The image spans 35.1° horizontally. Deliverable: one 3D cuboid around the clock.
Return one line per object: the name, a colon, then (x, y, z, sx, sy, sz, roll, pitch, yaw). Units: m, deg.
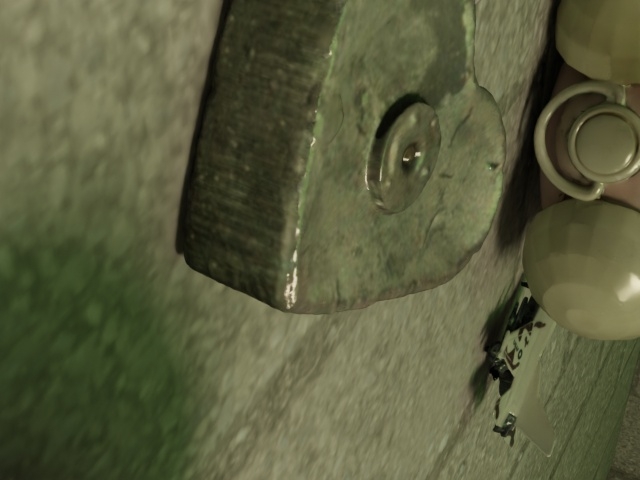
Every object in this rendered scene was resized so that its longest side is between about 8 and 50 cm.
clock: (0.304, -0.090, 0.943, 0.326, 0.184, 0.342, -12, 105, -63)

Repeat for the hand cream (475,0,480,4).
hand cream: (0.066, -0.154, 0.552, 0.275, 0.050, 0.079, -41, 115, -43)

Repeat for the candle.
candle: (0.010, -0.041, 0.443, 0.168, 0.068, 0.192, -51, 139, -23)

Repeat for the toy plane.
toy plane: (0.209, 0.106, 1.033, 0.160, 0.082, 0.234, 55, 42, -51)
